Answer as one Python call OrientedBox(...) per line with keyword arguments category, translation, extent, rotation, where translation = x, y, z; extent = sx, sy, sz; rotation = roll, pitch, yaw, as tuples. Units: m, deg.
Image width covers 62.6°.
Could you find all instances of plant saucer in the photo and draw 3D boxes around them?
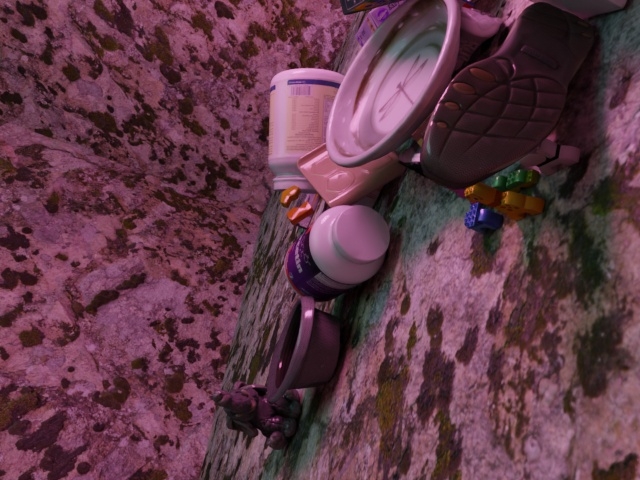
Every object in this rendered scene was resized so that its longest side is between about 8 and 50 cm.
OrientedBox(category="plant saucer", translation=(0.163, -0.317, 1.095), extent=(0.400, 0.101, 0.400), rotation=(-44, 32, 37))

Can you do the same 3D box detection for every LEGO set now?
OrientedBox(category="LEGO set", translation=(0.240, -0.071, 0.744), extent=(0.227, 0.093, 0.087), rotation=(147, 142, -69))

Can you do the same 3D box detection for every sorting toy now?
OrientedBox(category="sorting toy", translation=(0.033, -0.159, 1.323), extent=(0.307, 0.041, 0.229), rotation=(-32, 47, -4))

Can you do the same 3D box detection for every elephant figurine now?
OrientedBox(category="elephant figurine", translation=(-0.184, 0.439, 1.393), extent=(0.169, 0.239, 0.186), rotation=(-92, 26, -60))

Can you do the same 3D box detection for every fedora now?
OrientedBox(category="fedora", translation=(-0.028, 0.268, 1.266), extent=(0.243, 0.124, 0.275), rotation=(-96, 25, -64))

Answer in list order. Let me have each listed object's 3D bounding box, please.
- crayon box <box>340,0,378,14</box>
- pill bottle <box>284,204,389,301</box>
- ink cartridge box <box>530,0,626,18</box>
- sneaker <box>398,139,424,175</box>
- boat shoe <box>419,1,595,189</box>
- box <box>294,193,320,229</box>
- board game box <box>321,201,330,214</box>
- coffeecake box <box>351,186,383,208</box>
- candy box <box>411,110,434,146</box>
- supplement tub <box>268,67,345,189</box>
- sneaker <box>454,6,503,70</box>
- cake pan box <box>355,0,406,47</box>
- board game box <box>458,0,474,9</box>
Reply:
OrientedBox(category="crayon box", translation=(0.217, -0.576, 1.124), extent=(0.203, 0.323, 0.083), rotation=(-139, 31, -70))
OrientedBox(category="pill bottle", translation=(0.037, 0.031, 1.240), extent=(0.323, 0.182, 0.181), rotation=(137, 151, -64))
OrientedBox(category="ink cartridge box", translation=(0.353, -0.500, 0.672), extent=(0.119, 0.207, 0.353), rotation=(-119, 50, -75))
OrientedBox(category="sneaker", translation=(0.221, -0.167, 0.972), extent=(0.108, 0.100, 0.271), rotation=(-62, 13, 9))
OrientedBox(category="boat shoe", translation=(0.245, -0.173, 0.697), extent=(0.355, 0.132, 0.130), rotation=(-45, -16, -27))
OrientedBox(category="box", translation=(-0.048, -0.178, 2.216), extent=(0.183, 0.056, 0.231), rotation=(-115, 47, -74))
OrientedBox(category="board game box", translation=(0.000, 0.000, 1.658), extent=(0.281, 0.027, 0.145), rotation=(104, 175, -49))
OrientedBox(category="coffeecake box", translation=(0.100, -0.111, 1.451), extent=(0.142, 0.068, 0.185), rotation=(-92, 25, -65))
OrientedBox(category="candy box", translation=(0.244, -0.222, 0.859), extent=(0.187, 0.053, 0.109), rotation=(-37, -4, -28))
OrientedBox(category="supplement tub", translation=(-0.032, -0.301, 1.508), extent=(0.235, 0.235, 0.324), rotation=(-169, 81, -77))
OrientedBox(category="sneaker", translation=(0.299, -0.405, 1.077), extent=(0.232, 0.090, 0.115), rotation=(-82, 8, -72))
OrientedBox(category="cake pan box", translation=(0.223, -0.612, 1.402), extent=(0.246, 0.070, 0.267), rotation=(-31, 9, 3))
OrientedBox(category="board game box", translation=(0.233, -0.419, 1.338), extent=(0.308, 0.086, 0.302), rotation=(-178, 108, -77))
